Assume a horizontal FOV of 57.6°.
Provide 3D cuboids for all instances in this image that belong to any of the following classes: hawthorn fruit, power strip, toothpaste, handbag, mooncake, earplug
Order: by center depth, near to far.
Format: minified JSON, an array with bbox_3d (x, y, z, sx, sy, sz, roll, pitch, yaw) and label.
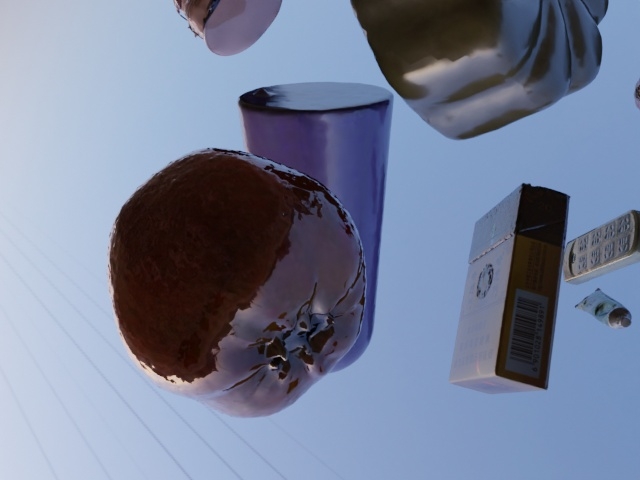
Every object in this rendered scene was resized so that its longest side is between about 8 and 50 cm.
[{"bbox_3d":[-0.075,0.014,0.452,0.197,0.196,0.225,-51,-125,6],"label":"hawthorn fruit"},{"bbox_3d":[0.219,-0.331,0.756,0.200,0.378,0.379,-10,-123,47],"label":"mooncake"},{"bbox_3d":[0.000,0.000,0.885,0.215,0.215,0.456,30,-50,50],"label":"earplug"},{"bbox_3d":[0.462,0.017,0.961,0.227,0.029,0.080,120,-18,-70],"label":"power strip"},{"bbox_3d":[-0.176,-0.467,1.098,0.116,0.179,0.205,46,-72,20],"label":"handbag"},{"bbox_3d":[0.654,0.158,1.343,0.078,0.047,0.248,-41,180,10],"label":"toothpaste"}]

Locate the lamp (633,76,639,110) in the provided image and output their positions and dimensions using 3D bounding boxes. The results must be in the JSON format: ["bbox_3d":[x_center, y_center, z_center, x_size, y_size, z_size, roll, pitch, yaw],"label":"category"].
[{"bbox_3d":[0.699,-0.307,1.200,0.092,0.108,0.108,-5,-131,-8],"label":"lamp"}]

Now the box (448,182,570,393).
[{"bbox_3d":[0.403,0.111,1.257,0.264,0.115,0.416,112,-8,-72],"label":"box"}]
